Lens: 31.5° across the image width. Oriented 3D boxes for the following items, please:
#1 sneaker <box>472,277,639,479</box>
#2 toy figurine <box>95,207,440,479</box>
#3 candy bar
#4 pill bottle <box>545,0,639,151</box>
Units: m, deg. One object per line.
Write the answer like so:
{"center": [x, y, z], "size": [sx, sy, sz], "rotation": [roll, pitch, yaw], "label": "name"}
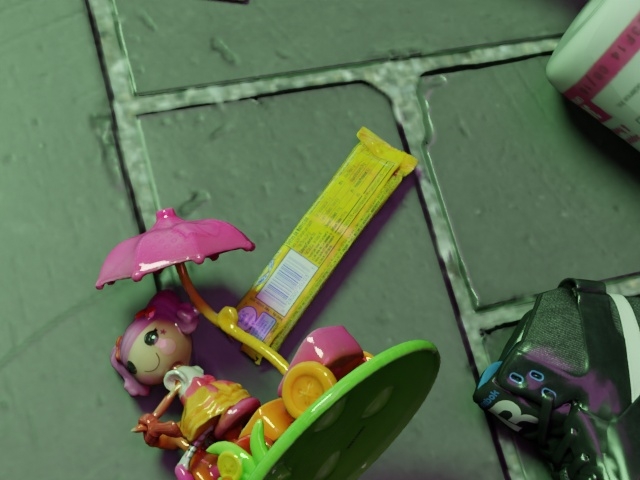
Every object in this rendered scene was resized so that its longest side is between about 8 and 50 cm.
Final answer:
{"center": [0.136, 0.124, 0.613], "size": [0.121, 0.079, 0.217], "rotation": [16, 60, -5], "label": "sneaker"}
{"center": [-0.053, 0.064, 0.572], "size": [0.159, 0.173, 0.130], "rotation": [44, 23, 23], "label": "toy figurine"}
{"center": [0.000, 0.000, 0.647], "size": [0.040, 0.018, 0.161], "rotation": [35, 67, 3], "label": "candy bar"}
{"center": [0.290, -0.077, 0.671], "size": [0.283, 0.160, 0.160], "rotation": [37, 67, 1], "label": "pill bottle"}
